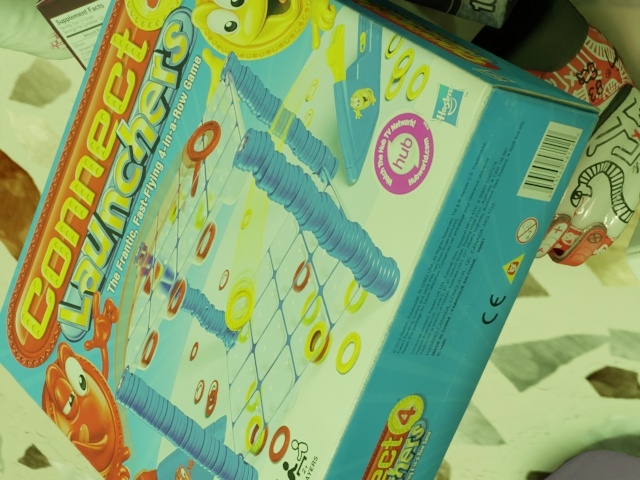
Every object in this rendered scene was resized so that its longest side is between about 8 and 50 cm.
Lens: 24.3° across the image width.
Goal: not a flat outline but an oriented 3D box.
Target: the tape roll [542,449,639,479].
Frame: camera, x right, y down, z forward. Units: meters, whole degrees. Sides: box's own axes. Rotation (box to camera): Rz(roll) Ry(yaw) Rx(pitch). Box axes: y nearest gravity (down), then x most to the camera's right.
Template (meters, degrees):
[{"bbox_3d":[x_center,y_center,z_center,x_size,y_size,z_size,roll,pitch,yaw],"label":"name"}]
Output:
[{"bbox_3d":[0.252,0.301,1.149,0.275,0.090,0.275,42,151,30],"label":"tape roll"}]

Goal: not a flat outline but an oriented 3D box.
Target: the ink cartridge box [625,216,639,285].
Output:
[{"bbox_3d":[0.355,0.029,0.859,0.283,0.117,0.207,-9,126,39],"label":"ink cartridge box"}]

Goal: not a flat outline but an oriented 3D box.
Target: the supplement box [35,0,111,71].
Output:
[{"bbox_3d":[-0.087,-0.123,0.999,0.080,0.104,0.188,-12,123,42],"label":"supplement box"}]

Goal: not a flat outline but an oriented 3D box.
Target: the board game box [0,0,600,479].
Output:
[{"bbox_3d":[-0.037,0.004,0.823,0.302,0.086,0.308,36,110,43],"label":"board game box"}]

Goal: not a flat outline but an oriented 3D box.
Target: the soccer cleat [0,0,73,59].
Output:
[{"bbox_3d":[-0.252,-0.167,0.947,0.116,0.143,0.331,19,169,21],"label":"soccer cleat"}]

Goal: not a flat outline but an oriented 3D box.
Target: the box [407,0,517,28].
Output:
[{"bbox_3d":[0.062,-0.258,0.713,0.142,0.163,0.247,18,139,14],"label":"box"}]

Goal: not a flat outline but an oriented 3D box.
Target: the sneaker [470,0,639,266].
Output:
[{"bbox_3d":[0.093,-0.011,0.910,0.145,0.270,0.090,43,-177,-23],"label":"sneaker"}]
